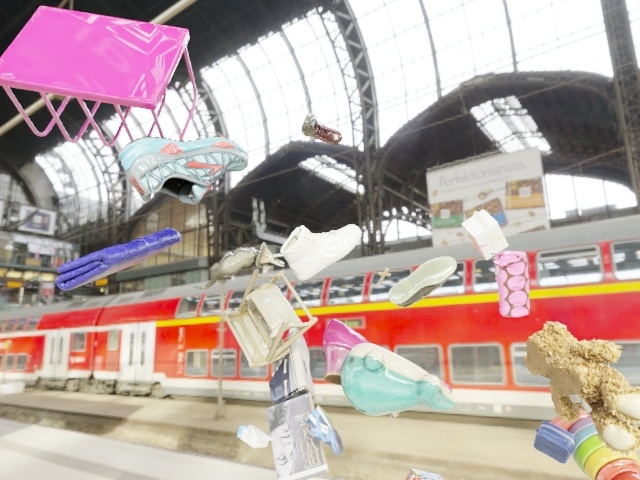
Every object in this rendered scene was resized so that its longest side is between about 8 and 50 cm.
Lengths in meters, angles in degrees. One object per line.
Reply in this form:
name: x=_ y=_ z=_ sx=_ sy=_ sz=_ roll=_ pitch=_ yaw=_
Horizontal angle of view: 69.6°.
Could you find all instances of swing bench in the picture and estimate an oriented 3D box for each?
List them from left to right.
swing bench: x=-0.192 y=0.279 z=1.668 sx=0.165 sy=0.253 sz=0.255 roll=8 pitch=-53 yaw=-49

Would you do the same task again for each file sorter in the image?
file sorter: x=-0.415 y=-0.297 z=0.906 sx=0.290 sy=0.202 sz=0.182 roll=9 pitch=-30 yaw=1

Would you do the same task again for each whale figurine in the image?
whale figurine: x=0.160 y=0.334 z=1.034 sx=0.272 sy=0.141 sz=0.216 roll=4 pitch=-37 yaw=49

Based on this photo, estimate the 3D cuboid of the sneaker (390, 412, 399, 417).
sneaker: x=0.232 y=0.570 z=1.580 sx=0.032 sy=0.083 sz=0.037 roll=15 pitch=-58 yaw=-49

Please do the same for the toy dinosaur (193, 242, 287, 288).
toy dinosaur: x=-0.287 y=0.075 z=1.579 sx=0.313 sy=0.121 sz=0.160 roll=-13 pitch=-8 yaw=-24

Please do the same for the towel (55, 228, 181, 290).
towel: x=-0.583 y=0.041 z=1.343 sx=0.227 sy=0.076 sz=0.308 roll=-24 pitch=4 yaw=23

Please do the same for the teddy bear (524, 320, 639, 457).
teddy bear: x=0.634 y=0.335 z=1.089 sx=0.113 sy=0.245 sz=0.338 roll=-7 pitch=6 yaw=-11

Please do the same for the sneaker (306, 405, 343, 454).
sneaker: x=0.012 y=0.512 z=1.223 sx=0.059 sy=0.144 sz=0.053 roll=-35 pitch=-47 yaw=-6

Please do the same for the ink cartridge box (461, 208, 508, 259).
ink cartridge box: x=0.550 y=-0.025 z=1.551 sx=0.090 sy=0.092 sz=0.143 roll=-35 pitch=-56 yaw=7

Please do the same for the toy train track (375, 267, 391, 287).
toy train track: x=0.211 y=0.127 z=1.585 sx=0.048 sy=0.014 sz=0.083 roll=11 pitch=-60 yaw=-25

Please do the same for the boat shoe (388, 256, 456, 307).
boat shoe: x=0.317 y=0.128 z=1.406 sx=0.227 sy=0.081 sz=0.068 roll=-33 pitch=-39 yaw=14

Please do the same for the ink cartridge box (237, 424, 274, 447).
ink cartridge box: x=-0.162 y=0.492 z=1.148 sx=0.083 sy=0.028 sz=0.048 roll=13 pitch=-7 yaw=39

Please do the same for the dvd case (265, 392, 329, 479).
dvd case: x=-0.073 y=0.580 z=1.345 sx=0.164 sy=0.221 sz=0.018 roll=-27 pitch=-30 yaw=20

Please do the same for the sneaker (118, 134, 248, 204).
sneaker: x=-0.247 y=-0.125 z=0.891 sx=0.262 sy=0.125 sz=0.104 roll=-13 pitch=-13 yaw=-42

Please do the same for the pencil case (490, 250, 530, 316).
pencil case: x=0.573 y=0.135 z=1.388 sx=0.098 sy=0.209 sz=0.095 roll=-25 pitch=20 yaw=-27

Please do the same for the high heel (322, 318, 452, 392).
high heel: x=0.187 y=0.326 z=1.263 sx=0.377 sy=0.181 sz=0.127 roll=19 pitch=-44 yaw=-15

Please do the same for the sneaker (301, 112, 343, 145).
sneaker: x=0.022 y=-0.510 z=2.149 sx=0.162 sy=0.106 sz=0.281 roll=23 pitch=11 yaw=13

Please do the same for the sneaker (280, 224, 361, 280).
sneaker: x=0.000 y=0.000 z=1.647 sx=0.292 sy=0.169 sz=0.108 roll=-37 pitch=31 yaw=-6

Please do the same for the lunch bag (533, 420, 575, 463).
lunch bag: x=0.623 y=0.534 z=1.233 sx=0.098 sy=0.067 sz=0.065 roll=24 pitch=40 yaw=36

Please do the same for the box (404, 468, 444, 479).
box: x=0.257 y=0.673 z=1.222 sx=0.094 sy=0.137 sz=0.027 roll=18 pitch=17 yaw=-14

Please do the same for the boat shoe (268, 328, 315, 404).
boat shoe: x=-0.130 y=0.493 z=1.800 sx=0.158 sy=0.340 sz=0.127 roll=-27 pitch=-57 yaw=9

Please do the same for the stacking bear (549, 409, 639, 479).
stacking bear: x=0.782 y=0.610 z=1.248 sx=0.175 sy=0.164 sz=0.289 roll=32 pitch=18 yaw=-16
